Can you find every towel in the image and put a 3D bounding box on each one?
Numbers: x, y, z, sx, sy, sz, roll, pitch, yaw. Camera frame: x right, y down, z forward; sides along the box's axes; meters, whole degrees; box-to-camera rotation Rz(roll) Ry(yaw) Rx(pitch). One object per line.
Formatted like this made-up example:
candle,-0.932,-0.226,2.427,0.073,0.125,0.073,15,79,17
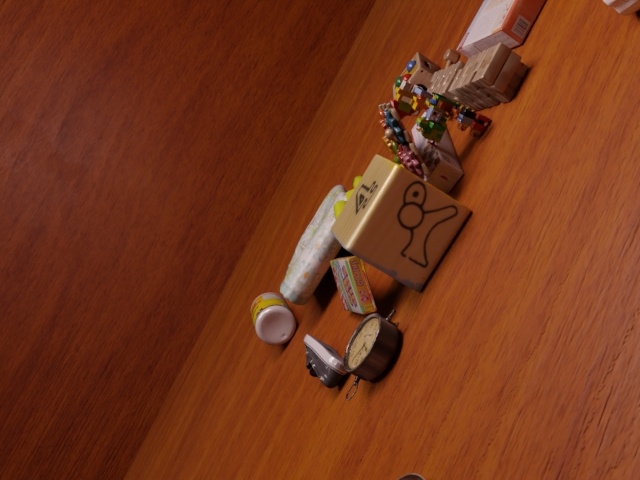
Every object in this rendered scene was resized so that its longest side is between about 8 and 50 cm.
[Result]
towel,0.000,0.000,2.077,0.321,0.090,0.374,-61,6,8

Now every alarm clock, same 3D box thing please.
alarm clock,0.095,0.230,1.460,0.192,0.064,0.129,-62,14,-19

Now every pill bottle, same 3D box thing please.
pill bottle,-0.143,0.223,2.172,0.117,0.117,0.215,-59,14,3

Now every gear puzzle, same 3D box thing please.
gear puzzle,0.165,-0.224,1.676,0.044,0.175,0.339,-29,9,3

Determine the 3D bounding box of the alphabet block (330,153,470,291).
alphabet block,0.158,-0.040,1.526,0.197,0.192,0.193,-58,16,6

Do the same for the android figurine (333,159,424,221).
android figurine,0.148,-0.097,1.767,0.248,0.056,0.273,-25,30,12

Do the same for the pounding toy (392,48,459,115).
pounding toy,0.293,-0.467,2.089,0.206,0.094,0.181,-52,16,29

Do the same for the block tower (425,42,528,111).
block tower,0.346,-0.358,1.704,0.097,0.091,0.335,-60,14,-5

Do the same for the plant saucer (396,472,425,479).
plant saucer,0.119,0.424,1.072,0.168,0.029,0.168,-55,15,23

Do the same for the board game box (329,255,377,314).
board game box,0.071,0.098,1.642,0.259,0.039,0.124,161,92,-79

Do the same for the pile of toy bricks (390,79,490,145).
pile of toy bricks,0.257,-0.259,1.617,0.105,0.212,0.118,-66,27,17

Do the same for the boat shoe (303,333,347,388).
boat shoe,0.001,0.278,1.678,0.076,0.080,0.228,-59,22,-1

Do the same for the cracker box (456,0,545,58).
cracker box,0.437,-0.528,1.778,0.156,0.067,0.232,-61,15,-5

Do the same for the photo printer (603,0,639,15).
photo printer,0.573,-0.540,1.256,0.256,0.107,0.308,-47,20,41

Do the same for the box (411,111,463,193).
box,0.270,-0.211,1.730,0.063,0.067,0.324,-54,16,24
